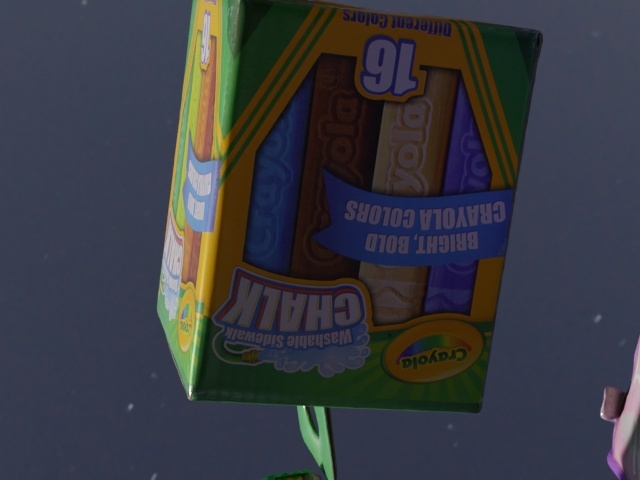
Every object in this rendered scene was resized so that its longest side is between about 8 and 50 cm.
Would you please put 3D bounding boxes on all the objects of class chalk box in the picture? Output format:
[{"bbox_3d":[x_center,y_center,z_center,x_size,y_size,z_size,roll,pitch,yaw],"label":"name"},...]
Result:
[{"bbox_3d":[0.000,0.000,0.738,0.179,0.289,0.180,6,-170,-16],"label":"chalk box"}]

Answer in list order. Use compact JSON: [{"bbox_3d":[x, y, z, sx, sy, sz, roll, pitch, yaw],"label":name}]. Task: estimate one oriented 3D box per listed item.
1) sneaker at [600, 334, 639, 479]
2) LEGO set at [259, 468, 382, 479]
[{"bbox_3d":[0.153,0.048,0.462,0.095,0.104,0.236,15,-125,-16],"label":"sneaker"},{"bbox_3d":[-0.068,0.313,0.807,0.255,0.331,0.192,62,-174,-61],"label":"LEGO set"}]
